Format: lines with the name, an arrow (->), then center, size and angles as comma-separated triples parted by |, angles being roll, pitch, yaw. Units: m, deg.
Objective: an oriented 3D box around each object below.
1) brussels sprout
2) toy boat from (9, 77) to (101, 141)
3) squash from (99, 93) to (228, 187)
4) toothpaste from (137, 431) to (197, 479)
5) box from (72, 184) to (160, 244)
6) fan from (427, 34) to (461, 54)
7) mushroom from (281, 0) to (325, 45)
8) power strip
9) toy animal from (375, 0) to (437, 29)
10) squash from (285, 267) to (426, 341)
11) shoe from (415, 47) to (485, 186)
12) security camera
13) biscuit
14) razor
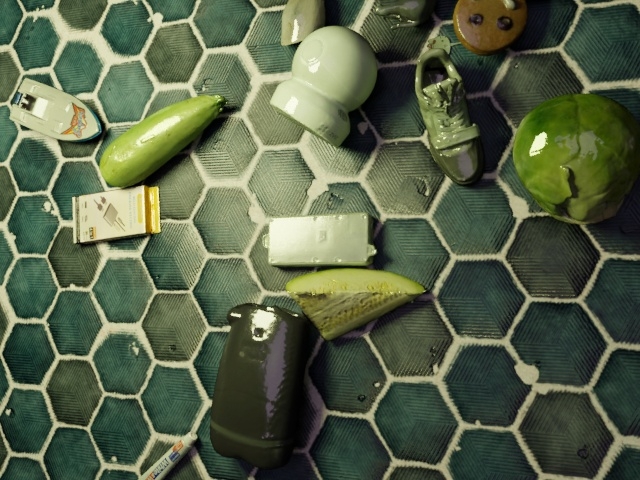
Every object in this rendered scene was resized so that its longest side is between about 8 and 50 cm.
brussels sprout -> 0.482, -0.156, 1.116 | 0.244, 0.244, 0.244 | -2, 83, 18
toy boat -> -0.697, -0.335, 1.572 | 0.295, 0.088, 0.129 | 23, 91, 19
squash -> -0.391, -0.258, 1.451 | 0.370, 0.118, 0.118 | -34, 75, 11
toothpaste -> -0.368, 0.533, 1.402 | 0.218, 0.033, 0.052 | -47, 68, 13
box -> -0.528, -0.067, 1.517 | 0.247, 0.033, 0.129 | -8, 81, 17
fan -> 0.279, -0.431, 1.312 | 0.083, 0.004, 0.056 | -7, 82, 16
mushroom -> -0.038, -0.559, 1.384 | 0.116, 0.093, 0.225 | 10, 92, 40
power strip -> 0.000, 0.000, 1.332 | 0.270, 0.046, 0.118 | -2, 81, 19
toy animal -> 0.209, -0.590, 1.315 | 0.137, 0.082, 0.270 | 19, 86, 16
squash -> 0.076, 0.090, 1.265 | 0.252, 0.093, 0.169 | -28, 121, 14
shoe -> 0.260, -0.261, 1.225 | 0.109, 0.149, 0.293 | -18, 77, 14
security camera -> 0.023, -0.346, 1.286 | 0.194, 0.194, 0.236 | 34, 98, 18
biscuit -> 0.387, -0.599, 1.230 | 0.283, 0.064, 0.432 | 15, 86, 3
razor -> -0.135, 0.313, 1.306 | 0.204, 0.113, 0.349 | 6, 86, 21
